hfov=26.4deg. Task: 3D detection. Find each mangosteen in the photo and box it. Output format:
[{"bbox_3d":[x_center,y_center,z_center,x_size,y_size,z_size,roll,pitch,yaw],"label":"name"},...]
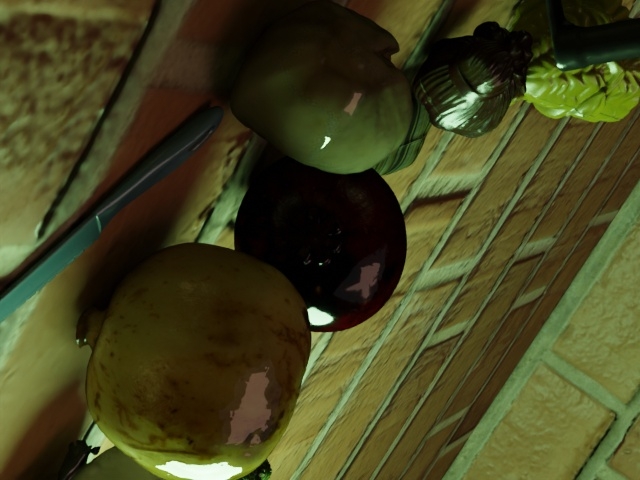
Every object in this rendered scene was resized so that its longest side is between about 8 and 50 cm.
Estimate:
[{"bbox_3d":[0.000,0.000,1.354,0.200,0.200,0.200,-46,161,-22],"label":"mangosteen"}]

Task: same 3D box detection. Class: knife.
[{"bbox_3d":[-0.189,-0.008,1.111,0.313,0.019,0.044,-44,162,-22],"label":"knife"}]

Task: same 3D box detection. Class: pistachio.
[{"bbox_3d":[0.006,-0.129,1.190,0.238,0.153,0.137,19,66,-73],"label":"pistachio"}]

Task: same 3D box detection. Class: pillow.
[{"bbox_3d":[0.072,-0.113,1.525,0.203,0.038,0.113,-24,143,-57],"label":"pillow"}]

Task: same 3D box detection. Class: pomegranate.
[{"bbox_3d":[-0.117,0.108,1.224,0.215,0.215,0.215,-46,161,-22],"label":"pomegranate"}]

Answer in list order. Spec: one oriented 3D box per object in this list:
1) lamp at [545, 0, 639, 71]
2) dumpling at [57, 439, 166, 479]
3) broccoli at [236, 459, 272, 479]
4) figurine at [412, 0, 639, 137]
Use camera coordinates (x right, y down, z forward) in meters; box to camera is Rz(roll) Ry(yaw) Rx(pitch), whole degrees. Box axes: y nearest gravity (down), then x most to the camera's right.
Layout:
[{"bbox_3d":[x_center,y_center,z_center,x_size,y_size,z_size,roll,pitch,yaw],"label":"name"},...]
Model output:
[{"bbox_3d":[0.269,-0.367,1.177,0.272,0.205,0.374,-46,124,-58],"label":"lamp"},{"bbox_3d":[-0.227,0.334,1.336,0.293,0.204,0.163,-49,152,15],"label":"dumpling"},{"bbox_3d":[-0.134,0.310,1.653,0.162,0.137,0.146,-27,165,24],"label":"broccoli"},{"bbox_3d":[0.224,-0.197,1.588,0.315,0.168,0.187,-21,106,-43],"label":"figurine"}]
